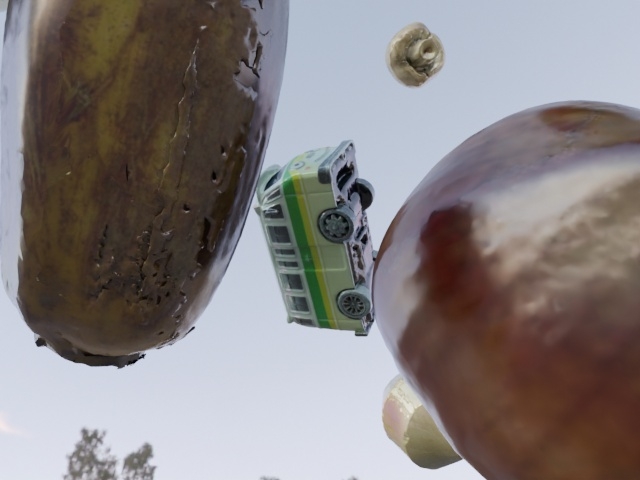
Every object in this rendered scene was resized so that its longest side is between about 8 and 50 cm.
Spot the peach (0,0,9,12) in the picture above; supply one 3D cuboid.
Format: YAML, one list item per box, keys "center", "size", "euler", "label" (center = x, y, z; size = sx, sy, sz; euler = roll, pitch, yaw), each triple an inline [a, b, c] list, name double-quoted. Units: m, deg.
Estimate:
- center: [-0.380, -0.381, 0.479]
  size: [0.282, 0.314, 0.315]
  euler: [17, -21, 32]
  label: "peach"

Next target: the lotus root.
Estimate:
- center: [-0.121, -0.107, 0.381]
  size: [0.179, 0.196, 0.397]
  euler: [12, -85, -9]
  label: "lotus root"

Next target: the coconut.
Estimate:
- center: [0.278, 0.428, 1.288]
  size: [0.259, 0.259, 0.259]
  euler: [1, -43, 1]
  label: "coconut"

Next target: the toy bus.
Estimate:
- center: [0.000, 0.000, 0.809]
  size: [0.165, 0.133, 0.276]
  euler: [-4, -65, 22]
  label: "toy bus"

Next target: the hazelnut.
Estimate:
- center: [0.238, 0.066, 0.494]
  size: [0.359, 0.409, 0.359]
  euler: [-23, -42, -22]
  label: "hazelnut"

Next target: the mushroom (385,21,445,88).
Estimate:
- center: [0.218, -0.422, 1.214]
  size: [0.148, 0.148, 0.112]
  euler: [19, -2, -16]
  label: "mushroom"
